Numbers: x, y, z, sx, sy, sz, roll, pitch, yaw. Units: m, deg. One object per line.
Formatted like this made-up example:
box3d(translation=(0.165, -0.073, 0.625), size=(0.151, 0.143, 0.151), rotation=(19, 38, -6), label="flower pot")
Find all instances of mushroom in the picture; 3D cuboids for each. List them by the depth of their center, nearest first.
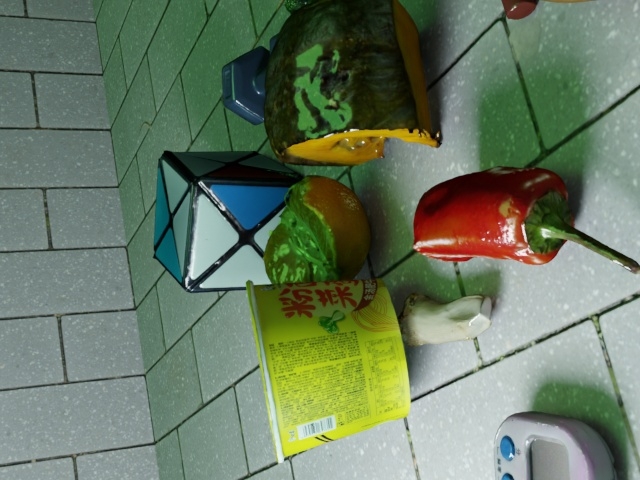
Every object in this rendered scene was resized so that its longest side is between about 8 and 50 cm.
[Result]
box3d(translation=(0.192, 0.115, 1.385), size=(0.209, 0.071, 0.084), rotation=(-15, 50, 60), label="mushroom")

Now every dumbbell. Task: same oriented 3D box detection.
box3d(translation=(-0.074, -0.323, 1.789), size=(0.144, 0.160, 0.325), rotation=(59, 155, -11), label="dumbbell")

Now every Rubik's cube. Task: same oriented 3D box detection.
box3d(translation=(-0.198, -0.046, 1.939), size=(0.248, 0.250, 0.246), rotation=(-144, 56, -60), label="Rubik's cube")

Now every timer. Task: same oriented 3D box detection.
box3d(translation=(0.300, 0.327, 1.182), size=(0.191, 0.069, 0.208), rotation=(-5, 87, 63), label="timer")

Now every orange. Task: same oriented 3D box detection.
box3d(translation=(0.006, -0.002, 1.636), size=(0.179, 0.159, 0.237), rotation=(59, 142, 38), label="orange")

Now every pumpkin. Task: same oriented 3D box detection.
box3d(translation=(0.039, -0.236, 1.456), size=(0.303, 0.256, 0.225), rotation=(-16, 74, 47), label="pumpkin")

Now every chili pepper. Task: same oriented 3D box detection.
box3d(translation=(0.252, -0.035, 1.181), size=(0.338, 0.135, 0.131), rotation=(-1, 78, 65), label="chili pepper")

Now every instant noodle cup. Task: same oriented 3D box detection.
box3d(translation=(0.010, 0.192, 1.500), size=(0.311, 0.222, 0.311), rotation=(171, 90, -84), label="instant noodle cup")

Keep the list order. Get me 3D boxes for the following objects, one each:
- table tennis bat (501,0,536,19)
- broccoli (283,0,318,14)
box3d(translation=(0.236, -0.445, 1.284), size=(0.200, 0.038, 0.310), rotation=(132, 130, -57), label="table tennis bat")
box3d(translation=(-0.013, -0.496, 1.656), size=(0.195, 0.156, 0.195), rotation=(-38, 24, 20), label="broccoli")
